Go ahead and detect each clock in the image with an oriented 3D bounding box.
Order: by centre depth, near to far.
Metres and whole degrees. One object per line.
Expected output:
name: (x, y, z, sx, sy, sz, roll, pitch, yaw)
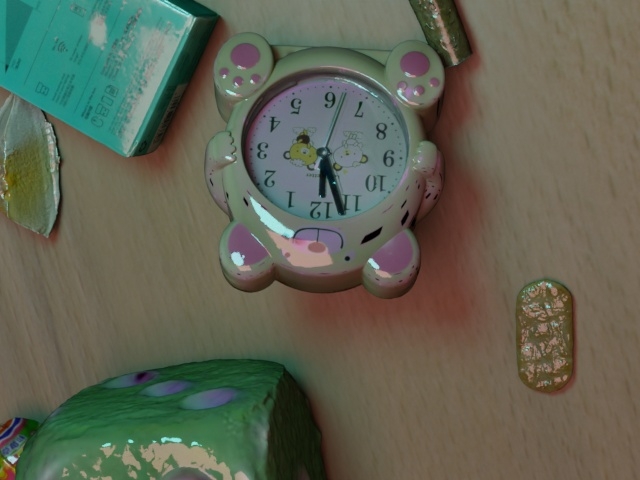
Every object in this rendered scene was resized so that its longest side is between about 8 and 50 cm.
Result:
clock: (0.005, -0.089, 1.539, 0.284, 0.114, 0.310, 3, 69, 0)

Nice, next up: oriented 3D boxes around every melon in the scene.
melon: (-0.425, -0.098, 1.727, 0.139, 0.093, 0.203, -3, 95, 22)

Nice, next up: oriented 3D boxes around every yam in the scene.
yam: (0.140, -0.274, 1.576, 0.054, 0.054, 0.132, -21, 96, 16)

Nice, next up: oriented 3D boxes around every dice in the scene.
dice: (-0.175, 0.335, 1.624, 0.330, 0.322, 0.318, -8, 98, 14)

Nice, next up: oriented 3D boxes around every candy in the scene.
candy: (-0.329, 0.394, 1.805, 0.124, 0.124, 0.365, -37, 101, 17)

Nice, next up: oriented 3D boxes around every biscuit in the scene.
biscuit: (0.281, 0.120, 1.636, 0.071, 0.018, 0.147, 0, 100, 14)

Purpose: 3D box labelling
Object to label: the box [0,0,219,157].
box: (-0.310, -0.266, 1.650, 0.311, 0.118, 0.205, 28, 103, 6)
